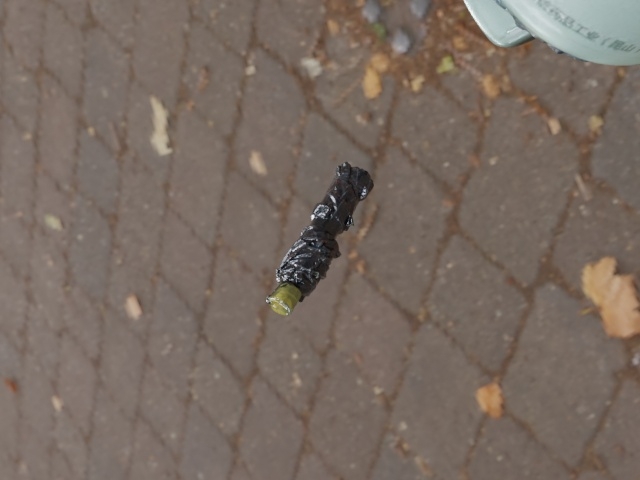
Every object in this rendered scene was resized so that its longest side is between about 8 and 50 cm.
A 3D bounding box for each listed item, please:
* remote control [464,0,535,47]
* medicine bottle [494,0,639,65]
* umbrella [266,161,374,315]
[{"bbox_3d":[0.265,-0.297,1.222,0.296,0.056,0.140,-26,84,30],"label":"remote control"},{"bbox_3d":[0.150,-0.165,0.525,0.135,0.135,0.168,62,145,10],"label":"medicine bottle"},{"bbox_3d":[0.000,0.000,1.011,0.040,0.144,0.037,40,148,-17],"label":"umbrella"}]
